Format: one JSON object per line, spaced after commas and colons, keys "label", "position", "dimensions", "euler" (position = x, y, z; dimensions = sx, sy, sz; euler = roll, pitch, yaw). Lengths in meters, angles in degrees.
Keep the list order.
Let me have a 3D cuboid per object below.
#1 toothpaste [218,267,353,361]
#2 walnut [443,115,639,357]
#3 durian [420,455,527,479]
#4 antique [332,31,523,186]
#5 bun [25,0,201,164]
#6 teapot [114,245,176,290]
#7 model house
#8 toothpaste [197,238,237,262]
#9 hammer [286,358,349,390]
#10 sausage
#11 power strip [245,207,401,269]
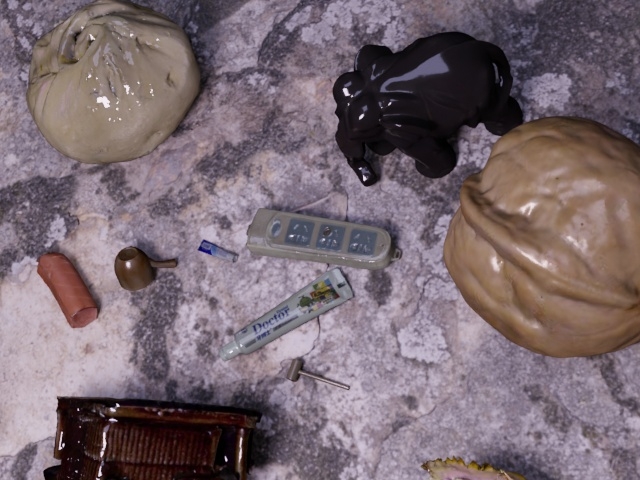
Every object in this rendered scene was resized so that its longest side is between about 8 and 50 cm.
{"label": "toothpaste", "position": [-0.064, 0.135, 1.901], "dimensions": [0.255, 0.037, 0.067], "euler": [-30, 63, -1]}
{"label": "walnut", "position": [0.374, -0.001, 1.665], "dimensions": [0.381, 0.381, 0.381], "euler": [-6, 67, 14]}
{"label": "durian", "position": [0.278, 0.452, 1.609], "dimensions": [0.196, 0.185, 0.305], "euler": [-18, 67, -13]}
{"label": "antique", "position": [0.170, -0.233, 1.863], "dimensions": [0.322, 0.255, 0.185], "euler": [-28, 65, 6]}
{"label": "bun", "position": [-0.413, -0.308, 2.083], "dimensions": [0.362, 0.234, 0.326], "euler": [12, 77, 28]}
{"label": "teapot", "position": [-0.321, 0.040, 2.001], "dimensions": [0.110, 0.080, 0.085], "euler": [-17, 43, -6]}
{"label": "model house", "position": [-0.282, 0.402, 1.783], "dimensions": [0.317, 0.297, 0.282], "euler": [8, 79, -18]}
{"label": "toothpaste", "position": [-0.187, 0.020, 1.997], "dimensions": [0.083, 0.015, 0.024], "euler": [20, 76, 29]}
{"label": "hammer", "position": [-0.002, 0.233, 1.853], "dimensions": [0.110, 0.019, 0.035], "euler": [17, 74, 17]}
{"label": "sausage", "position": [-0.472, 0.083, 2.031], "dimensions": [0.065, 0.065, 0.169], "euler": [-37, 62, 0]}
{"label": "power strip", "position": [0.001, 0.001, 1.930], "dimensions": [0.286, 0.048, 0.080], "euler": [9, 72, 18]}
